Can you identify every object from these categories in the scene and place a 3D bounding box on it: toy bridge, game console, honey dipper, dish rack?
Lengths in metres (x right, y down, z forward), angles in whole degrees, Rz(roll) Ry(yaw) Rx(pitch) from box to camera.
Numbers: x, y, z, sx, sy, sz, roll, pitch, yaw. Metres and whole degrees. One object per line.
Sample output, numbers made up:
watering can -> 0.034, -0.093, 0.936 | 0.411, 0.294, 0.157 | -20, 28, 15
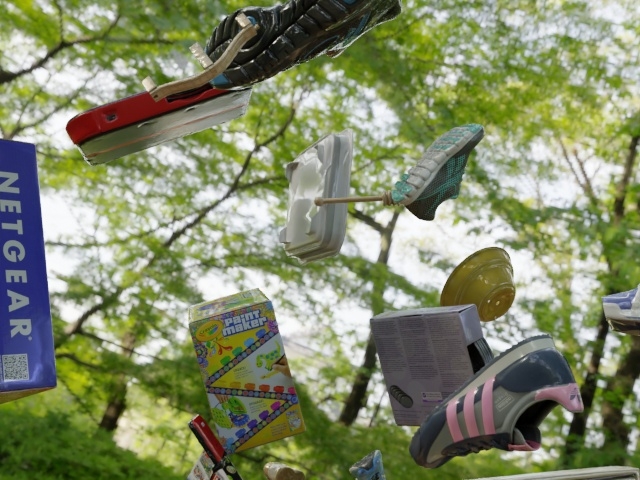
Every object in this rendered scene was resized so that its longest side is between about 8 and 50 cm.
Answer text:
toy bridge -> -0.168, -0.261, 1.172 | 0.063, 0.188, 0.026 | 54, -3, 36
game console -> -0.195, 0.351, 1.268 | 0.124, 0.085, 0.144 | 55, -9, 4
game console -> -0.330, -0.261, 1.703 | 0.386, 0.060, 0.342 | -20, 1, -10
honey dipper -> 0.068, -0.072, 1.432 | 0.160, 0.031, 0.030 | -4, -19, 4
dish rack -> -0.020, -0.097, 1.837 | 0.072, 0.286, 0.333 | 9, -9, -18

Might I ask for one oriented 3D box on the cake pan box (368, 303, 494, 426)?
cake pan box -> 0.236, 0.261, 1.659 | 0.070, 0.246, 0.266 | -21, 5, -42

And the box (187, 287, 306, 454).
box -> -0.166, 0.266, 1.728 | 0.177, 0.279, 0.290 | -15, 4, -9

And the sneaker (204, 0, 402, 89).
sneaker -> -0.031, -0.315, 1.251 | 0.340, 0.125, 0.139 | -19, -15, 28

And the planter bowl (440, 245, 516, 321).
planter bowl -> 0.401, 0.129, 1.931 | 0.217, 0.217, 0.090 | 38, 6, -46

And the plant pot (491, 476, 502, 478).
plant pot -> 0.376, 0.622, 1.629 | 0.203, 0.291, 0.291 | 56, -25, -11

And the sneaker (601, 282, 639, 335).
sneaker -> 0.719, 0.084, 1.591 | 0.315, 0.182, 0.127 | -7, -23, 20

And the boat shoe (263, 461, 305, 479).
boat shoe -> -0.087, 0.566, 1.935 | 0.059, 0.063, 0.170 | 19, -22, 28

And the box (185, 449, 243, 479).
box -> -0.204, 0.539, 1.691 | 0.036, 0.114, 0.207 | 11, 26, -45

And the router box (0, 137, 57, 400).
router box -> -0.488, 0.063, 1.114 | 0.301, 0.336, 0.082 | -21, -17, 41

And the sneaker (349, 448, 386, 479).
sneaker -> 0.097, 0.418, 1.395 | 0.073, 0.063, 0.162 | 51, -13, 33

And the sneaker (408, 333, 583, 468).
sneaker -> 0.259, 0.283, 1.223 | 0.112, 0.131, 0.319 | 7, -47, -40

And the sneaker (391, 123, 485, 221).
sneaker -> 0.177, -0.095, 1.142 | 0.076, 0.166, 0.065 | 48, -6, -24

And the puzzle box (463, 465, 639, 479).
puzzle box -> 0.340, 0.492, 1.218 | 0.408, 0.272, 0.052 | 4, -13, -28

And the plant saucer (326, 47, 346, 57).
plant saucer -> 0.036, -0.488, 1.768 | 0.029, 0.169, 0.168 | 4, -22, 25
